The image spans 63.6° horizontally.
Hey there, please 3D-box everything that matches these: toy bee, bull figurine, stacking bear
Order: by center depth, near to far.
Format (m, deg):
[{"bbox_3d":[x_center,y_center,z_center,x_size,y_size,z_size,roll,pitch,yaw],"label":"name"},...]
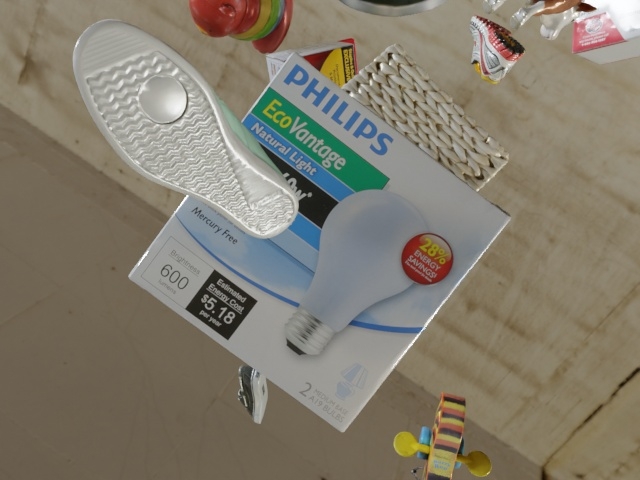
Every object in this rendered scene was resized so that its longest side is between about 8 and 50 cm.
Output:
[{"bbox_3d":[0.363,-0.396,0.755,0.101,0.189,0.310,59,170,10],"label":"bull figurine"},{"bbox_3d":[-0.172,-0.486,1.064,0.175,0.164,0.289,43,-153,-5],"label":"stacking bear"},{"bbox_3d":[0.270,0.492,1.122,0.196,0.298,0.162,-9,-156,18],"label":"toy bee"}]

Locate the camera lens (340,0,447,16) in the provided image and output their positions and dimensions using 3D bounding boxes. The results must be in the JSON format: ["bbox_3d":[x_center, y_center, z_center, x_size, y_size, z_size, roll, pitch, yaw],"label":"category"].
[{"bbox_3d":[0.089,-0.368,0.576,0.220,0.219,0.274,30,-156,-4],"label":"camera lens"}]

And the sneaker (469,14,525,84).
[{"bbox_3d":[0.348,-0.405,1.086,0.088,0.092,0.225,20,-142,-12],"label":"sneaker"}]

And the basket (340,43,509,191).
[{"bbox_3d":[0.146,-0.167,1.054,0.328,0.266,0.331,46,-176,2],"label":"basket"}]

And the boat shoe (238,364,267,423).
[{"bbox_3d":[-0.191,0.427,1.445,0.070,0.219,0.077,7,-146,9],"label":"boat shoe"}]

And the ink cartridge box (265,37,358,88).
[{"bbox_3d":[0.021,-0.376,1.424,0.272,0.309,0.130,-21,-148,-19],"label":"ink cartridge box"}]

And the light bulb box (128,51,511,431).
[{"bbox_3d":[0.000,0.000,0.756,0.358,0.361,0.225,36,-177,-3],"label":"light bulb box"}]

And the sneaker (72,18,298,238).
[{"bbox_3d":[-0.135,-0.110,0.495,0.151,0.094,0.256,48,-178,43],"label":"sneaker"}]

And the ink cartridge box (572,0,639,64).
[{"bbox_3d":[0.596,-0.494,0.958,0.114,0.272,0.197,2,-178,-35],"label":"ink cartridge box"}]
